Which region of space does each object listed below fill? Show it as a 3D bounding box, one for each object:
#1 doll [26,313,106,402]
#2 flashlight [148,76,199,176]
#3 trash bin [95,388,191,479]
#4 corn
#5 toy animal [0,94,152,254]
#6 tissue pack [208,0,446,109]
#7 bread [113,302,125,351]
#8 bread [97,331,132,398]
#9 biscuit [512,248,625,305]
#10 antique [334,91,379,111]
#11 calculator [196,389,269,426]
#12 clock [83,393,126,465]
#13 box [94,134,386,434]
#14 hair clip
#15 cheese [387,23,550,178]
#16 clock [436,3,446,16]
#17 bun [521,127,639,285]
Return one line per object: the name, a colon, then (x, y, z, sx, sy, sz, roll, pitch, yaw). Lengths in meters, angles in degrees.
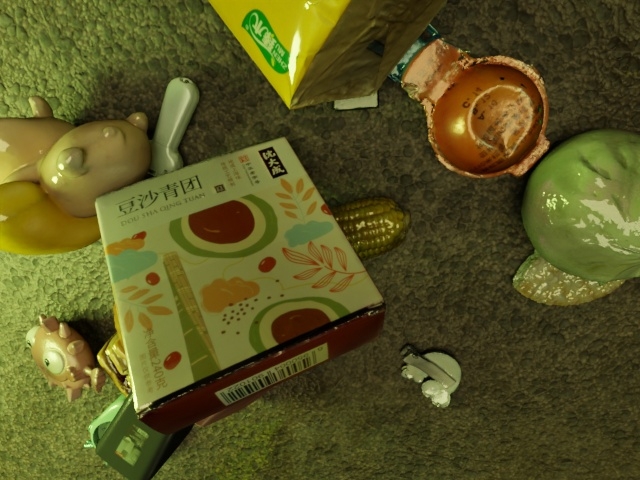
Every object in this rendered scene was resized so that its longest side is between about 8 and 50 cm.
doll: (-0.578, 0.266, 0.979, 0.262, 0.093, 0.211, 23, 120, 24)
flashlight: (-0.290, -0.217, 0.839, 0.093, 0.047, 0.200, 27, 106, 3)
trash bin: (-0.268, 0.284, 0.771, 0.115, 0.165, 0.225, 36, 111, 5)
corn: (0.000, 0.000, 0.854, 0.363, 0.120, 0.120, -13, 107, 10)
toy animal: (-0.494, -0.131, 0.767, 0.345, 0.277, 0.247, -41, 85, 34)
tissue pack: (-0.021, -0.414, 0.562, 0.382, 0.228, 0.293, 54, 135, 8)
bread: (-0.262, 0.166, 0.905, 0.312, 0.172, 0.312, 2, 113, 6)
bread: (-0.404, 0.291, 0.980, 0.077, 0.116, 0.200, -23, 105, 18)
biscuit: (0.518, 0.041, 0.869, 0.265, 0.040, 0.188, -17, 107, 8)
antique: (0.057, -0.342, 0.754, 0.080, 0.081, 0.220, -4, 107, 5)
calculator: (-0.130, 0.293, 0.919, 0.329, 0.220, 0.048, -46, 69, 21)
clock: (-0.494, 0.481, 1.078, 0.211, 0.066, 0.159, -36, 102, 15)
box: (-0.141, 0.042, 0.693, 0.345, 0.385, 0.122, -22, 147, -12)
hair clip: (0.252, 0.297, 0.972, 0.172, 0.049, 0.116, 37, 112, -11)
cheese: (0.255, -0.239, 0.748, 0.329, 0.129, 0.217, 37, 107, -7)
clock: (0.186, -0.431, 0.750, 0.074, 0.010, 0.083, 11, 109, 1)
bun: (0.505, -0.062, 0.736, 0.283, 0.179, 0.283, 0, 88, -2)
